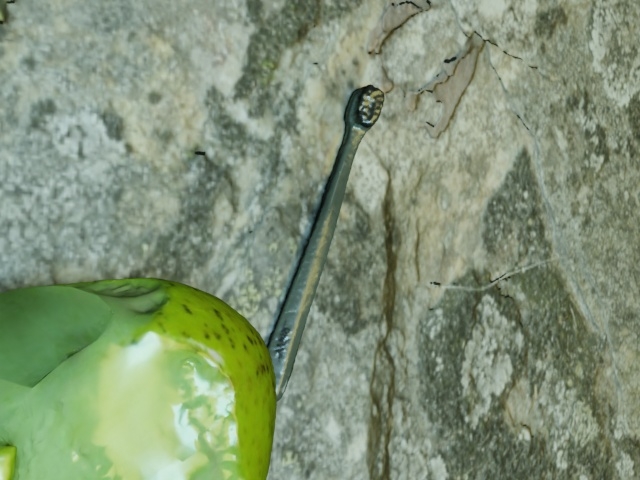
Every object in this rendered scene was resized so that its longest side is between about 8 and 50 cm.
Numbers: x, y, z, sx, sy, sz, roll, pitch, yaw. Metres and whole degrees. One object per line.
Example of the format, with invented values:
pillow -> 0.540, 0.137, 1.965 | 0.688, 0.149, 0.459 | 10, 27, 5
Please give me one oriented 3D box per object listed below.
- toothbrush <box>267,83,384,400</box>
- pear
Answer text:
toothbrush -> 0.000, 0.000, 0.971 | 0.030, 0.030, 0.297 | 23, 77, -16
pear -> -0.133, 0.159, 0.752 | 0.282, 0.176, 0.286 | -33, 116, -41
